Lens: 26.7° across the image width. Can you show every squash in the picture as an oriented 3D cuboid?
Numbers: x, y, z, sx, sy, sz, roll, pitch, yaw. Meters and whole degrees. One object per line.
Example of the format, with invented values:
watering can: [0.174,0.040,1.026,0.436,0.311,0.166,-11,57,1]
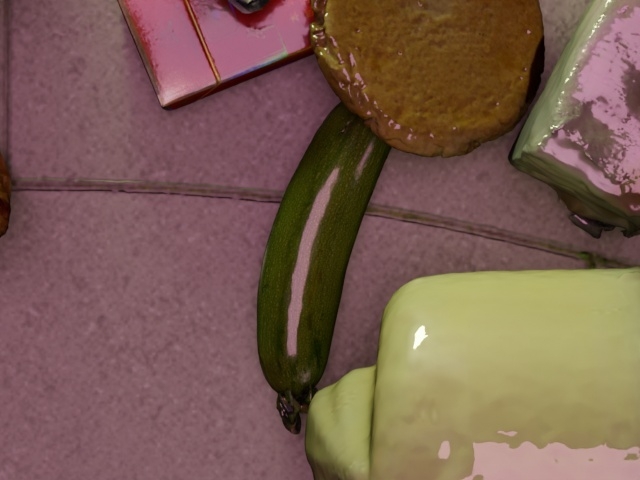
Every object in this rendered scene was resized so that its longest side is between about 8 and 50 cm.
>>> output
squash: [-0.002,-0.001,1.116,0.080,0.071,0.318,22,83,-39]

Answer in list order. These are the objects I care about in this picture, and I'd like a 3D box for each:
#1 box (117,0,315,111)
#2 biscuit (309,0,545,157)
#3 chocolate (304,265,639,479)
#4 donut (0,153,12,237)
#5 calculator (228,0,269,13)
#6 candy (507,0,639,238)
box: [-0.072,-0.191,1.128,0.175,0.048,0.112,-23,90,-3]
biscuit: [0.089,-0.176,1.111,0.226,0.042,0.226,4,77,-20]
chocolate: [0.141,0.162,0.988,0.297,0.326,0.314,8,56,-5]
donut: [-0.351,-0.082,1.074,0.112,0.151,0.295,-39,77,10]
calculator: [-0.018,-0.316,1.110,0.262,0.021,0.161,-44,66,-9]
candy: [0.247,-0.105,1.082,0.137,0.185,0.195,29,91,3]
